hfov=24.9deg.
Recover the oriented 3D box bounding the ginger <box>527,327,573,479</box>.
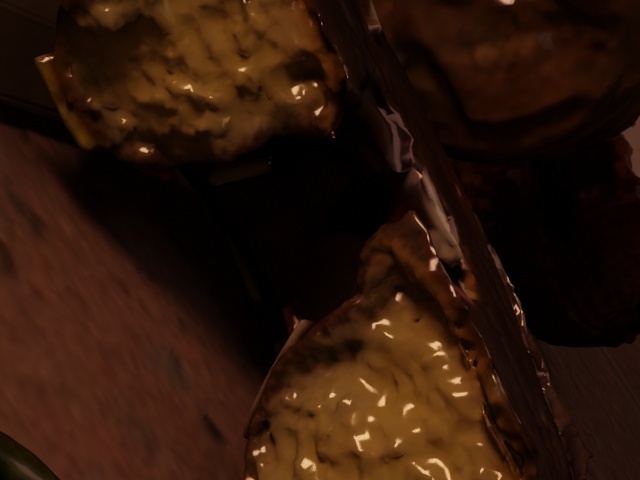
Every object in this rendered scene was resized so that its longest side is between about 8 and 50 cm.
[{"bbox_3d":[0.153,0.121,1.083,0.149,0.065,0.259,48,15,-40],"label":"ginger"}]

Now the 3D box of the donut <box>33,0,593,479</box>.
[{"bbox_3d":[0.007,0.005,0.683,0.345,0.136,0.259,66,10,6],"label":"donut"}]

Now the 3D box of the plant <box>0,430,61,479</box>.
[{"bbox_3d":[0.021,0.140,0.438,0.333,0.180,0.251,57,4,14],"label":"plant"}]

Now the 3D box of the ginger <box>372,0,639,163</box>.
[{"bbox_3d":[0.115,-0.175,0.835,0.223,0.200,0.269,-51,147,-56],"label":"ginger"}]

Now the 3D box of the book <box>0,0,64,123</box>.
[{"bbox_3d":[-0.118,-0.124,0.664,0.198,0.016,0.139,15,79,-68],"label":"book"}]

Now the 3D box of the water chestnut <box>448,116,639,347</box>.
[{"bbox_3d":[0.220,-0.071,1.305,0.350,0.302,0.351,-1,91,-54],"label":"water chestnut"}]
